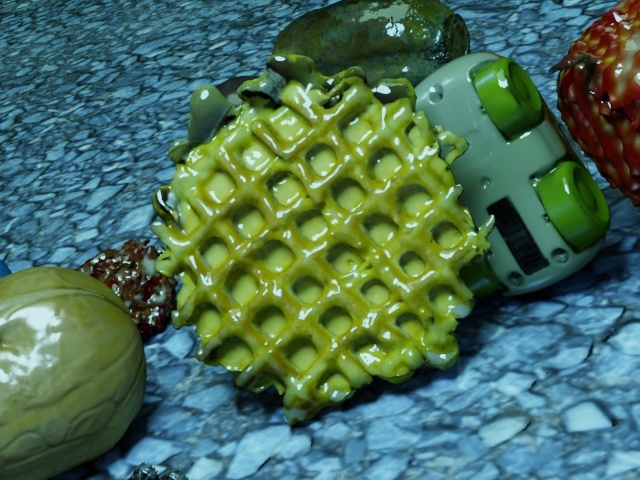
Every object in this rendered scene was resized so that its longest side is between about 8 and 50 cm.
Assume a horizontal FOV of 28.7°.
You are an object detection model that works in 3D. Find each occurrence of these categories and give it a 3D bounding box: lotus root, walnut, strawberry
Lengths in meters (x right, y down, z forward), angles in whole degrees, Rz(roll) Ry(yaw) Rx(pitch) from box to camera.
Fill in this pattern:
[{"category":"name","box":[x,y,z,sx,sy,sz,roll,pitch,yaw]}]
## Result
[{"category":"lotus root","box":[0.066,-0.263,1.713,0.274,0.152,0.160,-4,20,26]},{"category":"walnut","box":[-0.267,0.126,1.128,0.225,0.193,0.193,-32,28,-17]},{"category":"strawberry","box":[0.344,-0.113,1.040,0.343,0.292,0.292,9,35,26]}]

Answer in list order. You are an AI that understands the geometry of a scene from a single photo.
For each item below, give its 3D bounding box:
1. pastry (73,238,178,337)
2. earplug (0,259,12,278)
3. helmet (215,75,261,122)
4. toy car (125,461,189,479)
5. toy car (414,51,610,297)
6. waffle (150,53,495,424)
[{"category":"pastry","box":[-0.243,0.079,1.306,0.208,0.097,0.115,-38,21,-33]},{"category":"earplug","box":[-0.481,0.079,1.441,0.273,0.132,0.132,-12,26,7]},{"category":"helmet","box":[-0.099,-0.173,1.705,0.155,0.106,0.175,-1,26,33]},{"category":"toy car","box":[-0.102,0.221,0.947,0.165,0.062,0.071,2,33,38]},{"category":"toy car","box":[0.186,-0.074,1.191,0.145,0.235,0.235,-31,17,30]},{"category":"waffle","box":[-0.001,-0.011,1.098,0.329,0.329,0.062,-15,-5,8]}]
